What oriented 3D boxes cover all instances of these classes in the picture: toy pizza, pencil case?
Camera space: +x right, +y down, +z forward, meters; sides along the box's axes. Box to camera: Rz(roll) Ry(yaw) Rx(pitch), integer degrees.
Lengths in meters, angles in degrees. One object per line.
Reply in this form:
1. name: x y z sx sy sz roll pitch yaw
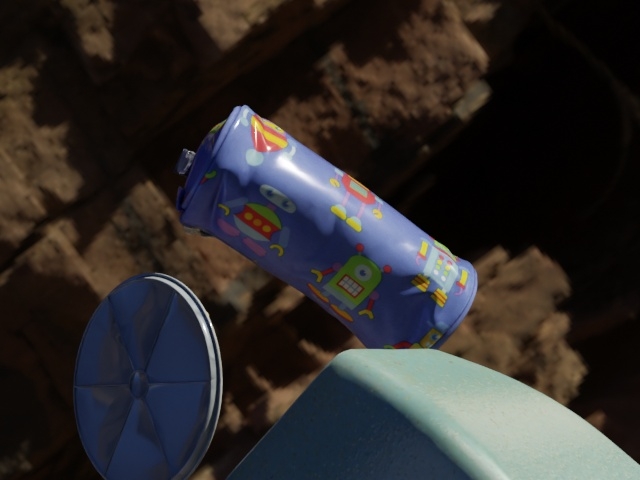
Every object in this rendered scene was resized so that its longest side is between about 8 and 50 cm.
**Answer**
1. toy pizza: -0.152 0.130 1.163 0.201 0.201 0.032 -34 -27 35
2. pencil case: 0.000 0.000 1.236 0.133 0.306 0.119 -54 11 12

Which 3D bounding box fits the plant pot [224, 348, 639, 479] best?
1. plant pot: 0.076 0.209 0.864 0.248 0.252 0.247 -50 -26 18
